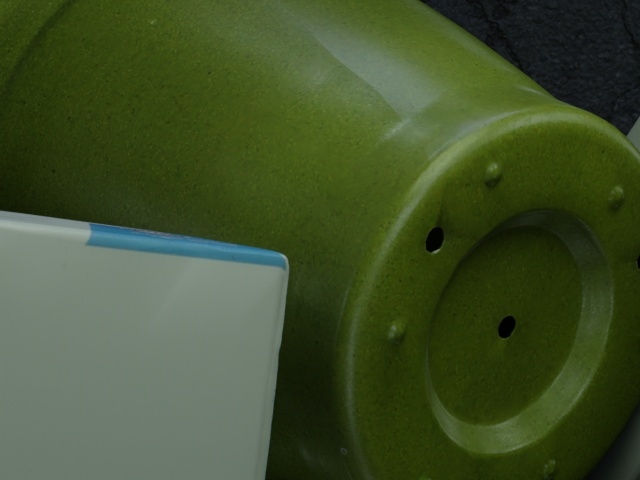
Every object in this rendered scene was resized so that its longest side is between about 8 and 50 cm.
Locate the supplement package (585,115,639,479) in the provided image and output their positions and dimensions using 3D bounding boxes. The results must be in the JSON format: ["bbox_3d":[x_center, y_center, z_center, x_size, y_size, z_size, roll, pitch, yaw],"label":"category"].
[{"bbox_3d":[0.236,0.072,1.162,0.177,0.293,0.175,10,38,-28],"label":"supplement package"}]

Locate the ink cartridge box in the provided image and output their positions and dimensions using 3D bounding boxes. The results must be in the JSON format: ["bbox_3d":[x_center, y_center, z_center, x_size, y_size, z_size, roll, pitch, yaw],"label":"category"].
[{"bbox_3d":[-0.181,0.081,0.851,0.198,0.197,0.270,7,0,-39],"label":"ink cartridge box"}]

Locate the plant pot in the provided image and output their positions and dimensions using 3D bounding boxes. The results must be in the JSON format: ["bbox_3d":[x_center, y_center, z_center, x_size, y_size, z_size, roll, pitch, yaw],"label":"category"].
[{"bbox_3d":[0.000,0.000,1.111,0.366,0.366,0.353,8,10,-41],"label":"plant pot"}]
